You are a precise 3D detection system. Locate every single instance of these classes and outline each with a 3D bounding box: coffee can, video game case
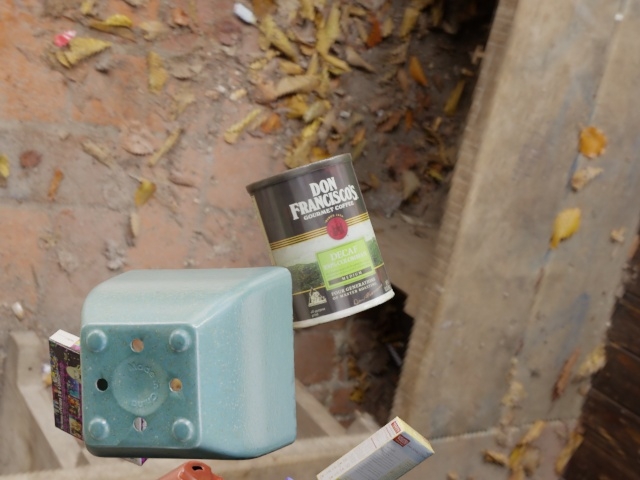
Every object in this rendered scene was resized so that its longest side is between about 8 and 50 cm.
[{"bbox_3d":[0.000,0.000,1.738,0.201,0.201,0.275,-19,93,-26],"label":"coffee can"},{"bbox_3d":[-0.421,0.303,1.815,0.042,0.210,0.232,-47,150,-51],"label":"video game case"}]

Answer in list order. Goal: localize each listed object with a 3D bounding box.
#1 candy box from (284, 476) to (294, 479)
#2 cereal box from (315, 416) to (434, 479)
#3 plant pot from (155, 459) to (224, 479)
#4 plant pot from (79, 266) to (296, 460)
[{"bbox_3d":[-0.089,0.592,1.528,0.317,0.268,0.122,-45,121,6],"label":"candy box"},{"bbox_3d":[0.130,0.521,2.209,0.240,0.047,0.173,-37,138,7],"label":"cereal box"},{"bbox_3d":[-0.312,0.604,1.931,0.265,0.272,0.272,-38,130,12],"label":"plant pot"},{"bbox_3d":[-0.181,0.162,1.200,0.252,0.248,0.247,-1,90,-78],"label":"plant pot"}]
